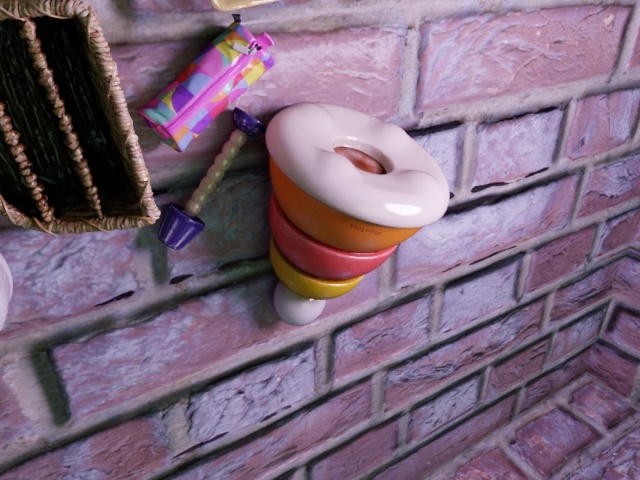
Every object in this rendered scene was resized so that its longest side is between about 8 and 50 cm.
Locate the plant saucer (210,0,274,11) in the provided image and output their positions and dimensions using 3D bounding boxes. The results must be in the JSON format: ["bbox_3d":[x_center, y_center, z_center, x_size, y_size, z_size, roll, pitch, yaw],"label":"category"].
[{"bbox_3d":[-0.058,-0.552,0.750,0.333,0.081,0.332,-23,127,-22],"label":"plant saucer"}]

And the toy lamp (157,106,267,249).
[{"bbox_3d":[-0.201,-0.107,0.906,0.080,0.080,0.274,33,91,-42],"label":"toy lamp"}]

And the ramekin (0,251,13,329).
[{"bbox_3d":[-0.568,0.091,0.733,0.207,0.109,0.207,-17,124,-28],"label":"ramekin"}]

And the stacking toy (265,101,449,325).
[{"bbox_3d":[0.000,0.000,1.013,0.351,0.350,0.479,-3,134,-35],"label":"stacking toy"}]

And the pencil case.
[{"bbox_3d":[-0.183,-0.253,0.820,0.236,0.104,0.104,-46,132,-4],"label":"pencil case"}]

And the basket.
[{"bbox_3d":[-0.375,-0.153,0.656,0.214,0.223,0.298,-22,127,-24],"label":"basket"}]
